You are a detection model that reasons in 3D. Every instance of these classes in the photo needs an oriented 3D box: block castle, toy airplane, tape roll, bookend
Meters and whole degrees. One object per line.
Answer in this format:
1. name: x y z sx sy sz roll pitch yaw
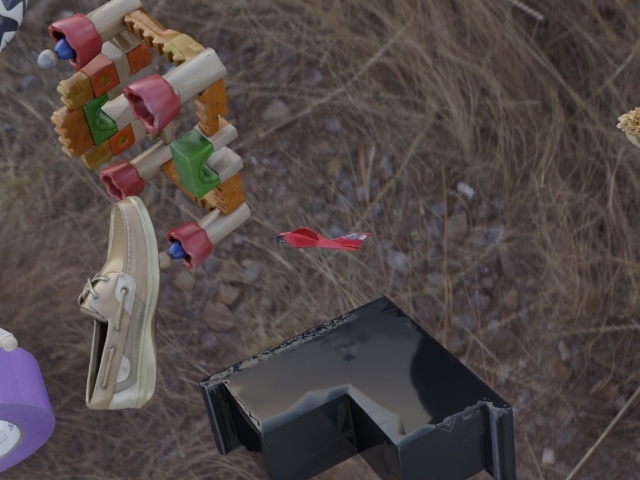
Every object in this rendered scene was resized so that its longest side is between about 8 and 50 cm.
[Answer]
1. block castle: -0.308 -0.178 1.707 0.213 0.453 0.303 -38 60 -22
2. toy airplane: 0.000 0.000 1.448 0.151 0.151 0.028 1 86 12
3. tape roll: -0.492 0.240 1.264 0.275 0.275 0.090 -27 65 2
4. bookend: 0.024 0.130 0.665 0.156 0.072 0.157 -23 35 -20

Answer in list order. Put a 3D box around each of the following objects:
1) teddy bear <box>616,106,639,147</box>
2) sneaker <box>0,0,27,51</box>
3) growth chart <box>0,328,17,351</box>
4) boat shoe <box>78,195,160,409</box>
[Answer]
1. teddy bear: 0.503 -0.156 1.193 0.245 0.338 0.113 36 76 16
2. sneaker: -0.489 -0.276 1.177 0.094 0.235 0.153 -13 60 55
3. growth chart: -0.449 0.114 1.020 0.237 0.172 0.021 -8 100 -25
4. boat shoe: -0.321 0.097 1.539 0.110 0.122 0.341 1 84 -26
